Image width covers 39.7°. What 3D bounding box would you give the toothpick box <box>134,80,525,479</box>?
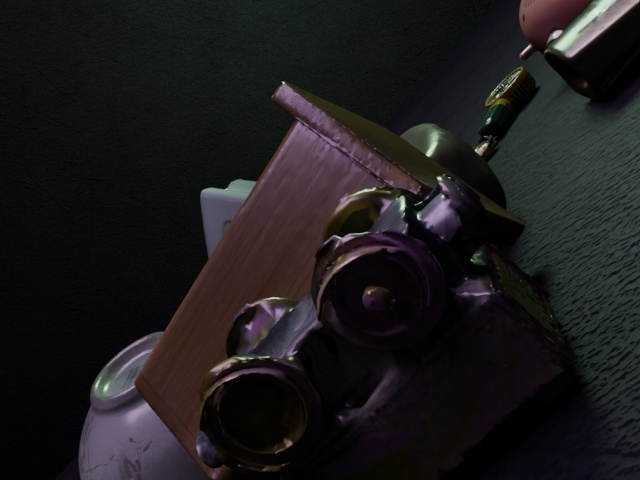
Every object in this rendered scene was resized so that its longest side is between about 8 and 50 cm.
[{"bbox_3d":[-0.006,0.051,0.782,0.190,0.187,0.308,16,-70,-55],"label":"toothpick box"}]

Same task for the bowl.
[{"bbox_3d":[-0.175,0.193,1.015,0.313,0.146,0.313,-26,24,12],"label":"bowl"}]

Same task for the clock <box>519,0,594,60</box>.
[{"bbox_3d":[0.359,-0.351,1.193,0.227,0.142,0.241,-16,42,62],"label":"clock"}]

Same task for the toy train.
[{"bbox_3d":[0.036,0.084,0.600,0.261,0.177,0.134,-47,7,17],"label":"toy train"}]

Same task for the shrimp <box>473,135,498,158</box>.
[{"bbox_3d":[0.206,-0.124,1.343,0.166,0.049,0.161,-41,12,37],"label":"shrimp"}]

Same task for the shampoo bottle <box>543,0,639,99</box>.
[{"bbox_3d":[0.405,-0.311,0.988,0.350,0.084,0.125,-46,9,7],"label":"shampoo bottle"}]

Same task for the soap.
[{"bbox_3d":[-0.064,0.000,1.337,0.088,0.159,0.265,-19,20,-39],"label":"soap"}]

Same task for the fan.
[{"bbox_3d":[0.282,-0.204,1.359,0.082,0.039,0.155,-39,12,51],"label":"fan"}]

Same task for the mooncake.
[{"bbox_3d":[0.090,-0.002,0.987,0.275,0.135,0.275,-48,9,11],"label":"mooncake"}]
